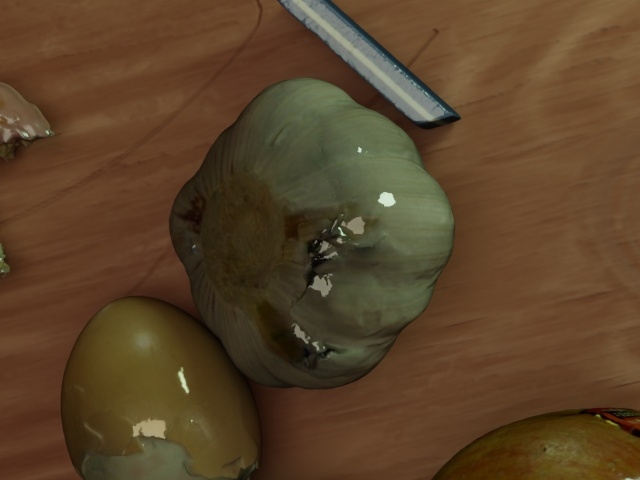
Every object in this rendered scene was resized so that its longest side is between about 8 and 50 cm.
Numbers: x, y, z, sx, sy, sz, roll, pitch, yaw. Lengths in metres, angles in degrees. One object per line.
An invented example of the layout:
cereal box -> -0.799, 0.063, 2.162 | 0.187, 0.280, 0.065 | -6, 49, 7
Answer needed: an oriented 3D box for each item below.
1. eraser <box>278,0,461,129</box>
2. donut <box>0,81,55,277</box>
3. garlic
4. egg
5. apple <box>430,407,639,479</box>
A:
eraser -> 0.050, -0.191, 1.929 | 0.225, 0.082, 0.036 | 43, 98, 8
donut -> -0.401, -0.070, 2.007 | 0.199, 0.085, 0.233 | 21, 93, 9
garlic -> -0.014, -0.001, 1.860 | 0.322, 0.241, 0.322 | -23, 49, 29
egg -> -0.169, 0.175, 1.907 | 0.201, 0.201, 0.244 | -22, 76, 9
apple -> 0.252, 0.347, 1.746 | 0.333, 0.400, 0.400 | -1, 89, 51
